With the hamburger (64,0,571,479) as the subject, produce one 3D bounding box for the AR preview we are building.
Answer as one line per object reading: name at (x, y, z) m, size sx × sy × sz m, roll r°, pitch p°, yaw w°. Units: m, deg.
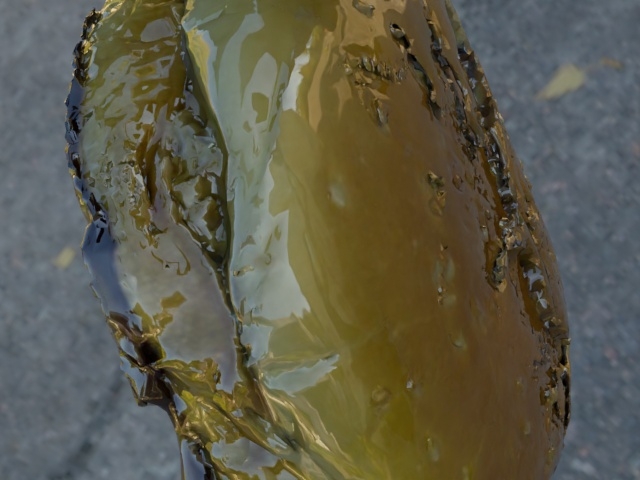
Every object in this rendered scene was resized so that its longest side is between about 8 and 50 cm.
hamburger at (0.002, 0.007, 0.754) m, size 0.174 × 0.304 × 0.284 m, roll -18°, pitch 25°, yaw 20°
